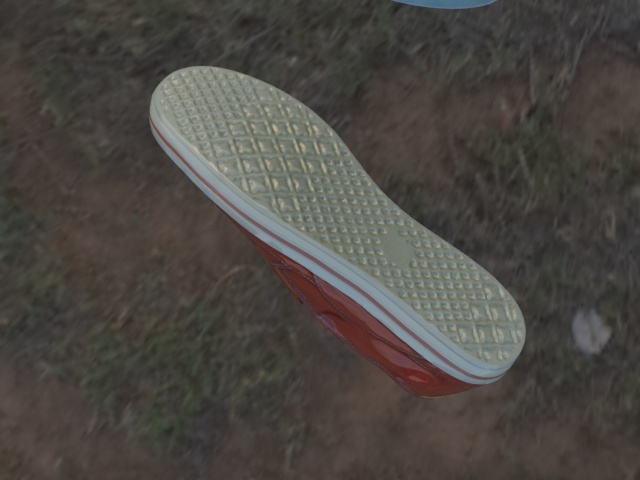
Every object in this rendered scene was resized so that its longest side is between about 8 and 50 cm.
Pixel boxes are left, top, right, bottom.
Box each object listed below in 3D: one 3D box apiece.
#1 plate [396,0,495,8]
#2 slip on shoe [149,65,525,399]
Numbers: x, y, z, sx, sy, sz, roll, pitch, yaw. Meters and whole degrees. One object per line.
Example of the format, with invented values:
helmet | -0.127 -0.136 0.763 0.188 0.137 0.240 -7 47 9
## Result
plate | 0.057 -0.229 1.301 0.188 0.188 0.024 16 76 6
slip on shoe | 0.000 0.000 1.257 0.331 0.123 0.101 40 138 -1
